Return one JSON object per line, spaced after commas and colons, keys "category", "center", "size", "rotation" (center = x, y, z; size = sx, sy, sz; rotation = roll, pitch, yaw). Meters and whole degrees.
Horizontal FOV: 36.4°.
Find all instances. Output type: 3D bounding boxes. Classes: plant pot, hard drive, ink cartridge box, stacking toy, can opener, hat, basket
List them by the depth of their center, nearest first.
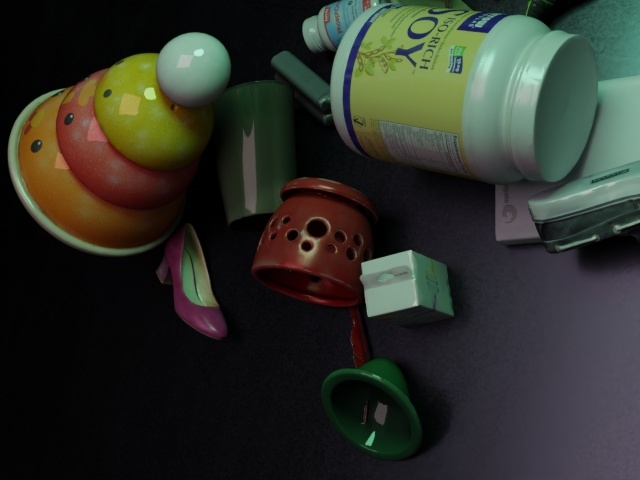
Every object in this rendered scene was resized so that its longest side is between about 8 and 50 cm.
{"category": "hard drive", "center": [0.428, -0.122, 1.427], "size": [0.353, 0.047, 0.233], "rotation": [-6, 75, 33]}
{"category": "ink cartridge box", "center": [0.132, 0.076, 1.517], "size": [0.092, 0.143, 0.089], "rotation": [-17, 70, 30]}
{"category": "hat", "center": [0.113, 0.218, 1.571], "size": [0.173, 0.183, 0.208], "rotation": [-11, 114, 38]}
{"category": "plant pot", "center": [0.000, 0.000, 1.591], "size": [0.191, 0.191, 0.174], "rotation": [5, 71, 34]}
{"category": "stacking toy", "center": [-0.297, -0.211, 1.674], "size": [0.480, 0.351, 0.350], "rotation": [-36, 59, 45]}
{"category": "can opener", "center": [0.028, -0.254, 1.726], "size": [0.095, 0.076, 0.283], "rotation": [-35, 56, -15]}
{"category": "basket", "center": [-0.114, -0.141, 1.731], "size": [0.204, 0.154, 0.226], "rotation": [-27, 67, 54]}

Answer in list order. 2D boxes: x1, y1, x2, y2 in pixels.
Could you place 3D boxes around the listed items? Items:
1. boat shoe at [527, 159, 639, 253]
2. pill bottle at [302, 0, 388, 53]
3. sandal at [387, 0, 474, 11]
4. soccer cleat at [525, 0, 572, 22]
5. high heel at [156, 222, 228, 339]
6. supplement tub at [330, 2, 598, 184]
{"category": "boat shoe", "center": [0.436, -0.048, 1.318], "size": [0.301, 0.108, 0.102], "rotation": [-16, 103, 26]}
{"category": "pill bottle", "center": [0.052, -0.382, 1.714], "size": [0.160, 0.087, 0.087], "rotation": [-12, 72, 31]}
{"category": "sandal", "center": [0.158, -0.451, 1.631], "size": [0.302, 0.120, 0.086], "rotation": [60, 154, 29]}
{"category": "soccer cleat", "center": [0.391, -0.400, 1.512], "size": [0.179, 0.060, 0.072], "rotation": [-50, 59, 10]}
{"category": "high heel", "center": [-0.220, 0.075, 1.792], "size": [0.117, 0.082, 0.244], "rotation": [-60, 42, 19]}
{"category": "supplement tub", "center": [0.207, -0.214, 1.422], "size": [0.331, 0.241, 0.241], "rotation": [15, 87, 35]}
